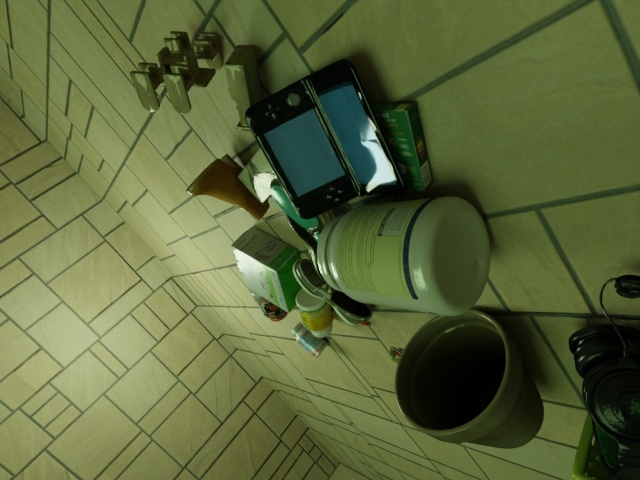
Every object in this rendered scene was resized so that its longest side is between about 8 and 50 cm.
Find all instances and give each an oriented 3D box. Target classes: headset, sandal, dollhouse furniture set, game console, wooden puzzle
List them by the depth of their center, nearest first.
[{"bbox_3d":[0.563,0.241,0.750,0.186,0.243,0.393,-4,111,22],"label":"headset"},{"bbox_3d":[0.004,-0.188,0.884,0.292,0.250,0.173,61,-170,-20],"label":"game console"},{"bbox_3d":[-0.270,-0.364,0.991,0.243,0.212,0.160,7,139,8],"label":"dollhouse furniture set"},{"bbox_3d":[0.001,-0.002,1.243,0.302,0.120,0.086,61,174,-24],"label":"sandal"},{"bbox_3d":[0.280,0.418,1.509,0.079,0.014,0.116,22,144,33],"label":"wooden puzzle"}]

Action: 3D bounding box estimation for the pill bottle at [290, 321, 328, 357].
[{"bbox_3d":[-0.052,0.440,1.871,0.160,0.087,0.087,38,150,11],"label":"pill bottle"}]

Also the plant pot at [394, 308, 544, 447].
[{"bbox_3d":[0.402,0.377,1.060,0.280,0.322,0.323,37,155,-23],"label":"plant pot"}]

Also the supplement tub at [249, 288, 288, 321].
[{"bbox_3d":[-0.214,0.253,1.801,0.117,0.117,0.190,14,140,42],"label":"supplement tub"}]

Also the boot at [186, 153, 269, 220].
[{"bbox_3d":[-0.249,-0.136,1.225,0.104,0.295,0.211,-37,104,22],"label":"boot"}]

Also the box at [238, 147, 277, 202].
[{"bbox_3d":[-0.116,-0.204,1.115,0.113,0.094,0.275,47,151,-7],"label":"box"}]

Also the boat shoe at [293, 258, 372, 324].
[{"bbox_3d":[0.044,0.160,1.380,0.305,0.109,0.091,41,151,-8],"label":"boat shoe"}]

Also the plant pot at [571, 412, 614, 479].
[{"bbox_3d":[0.696,0.481,0.876,0.228,0.227,0.207,2,137,49],"label":"plant pot"}]

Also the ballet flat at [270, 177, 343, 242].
[{"bbox_3d":[0.006,-0.058,1.121,0.348,0.123,0.123,48,151,-23],"label":"ballet flat"}]

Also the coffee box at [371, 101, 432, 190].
[{"bbox_3d":[0.157,-0.189,0.853,0.113,0.040,0.184,15,140,43],"label":"coffee box"}]

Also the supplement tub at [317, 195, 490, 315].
[{"bbox_3d":[0.169,0.030,0.922,0.325,0.235,0.235,0,129,51],"label":"supplement tub"}]

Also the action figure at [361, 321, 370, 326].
[{"bbox_3d":[0.128,0.272,1.495,0.115,0.030,0.038,33,155,8],"label":"action figure"}]

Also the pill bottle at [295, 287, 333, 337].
[{"bbox_3d":[-0.015,0.271,1.577,0.118,0.117,0.208,22,145,33],"label":"pill bottle"}]

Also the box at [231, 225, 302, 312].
[{"bbox_3d":[-0.189,0.113,1.580,0.231,0.127,0.261,26,147,29],"label":"box"}]
